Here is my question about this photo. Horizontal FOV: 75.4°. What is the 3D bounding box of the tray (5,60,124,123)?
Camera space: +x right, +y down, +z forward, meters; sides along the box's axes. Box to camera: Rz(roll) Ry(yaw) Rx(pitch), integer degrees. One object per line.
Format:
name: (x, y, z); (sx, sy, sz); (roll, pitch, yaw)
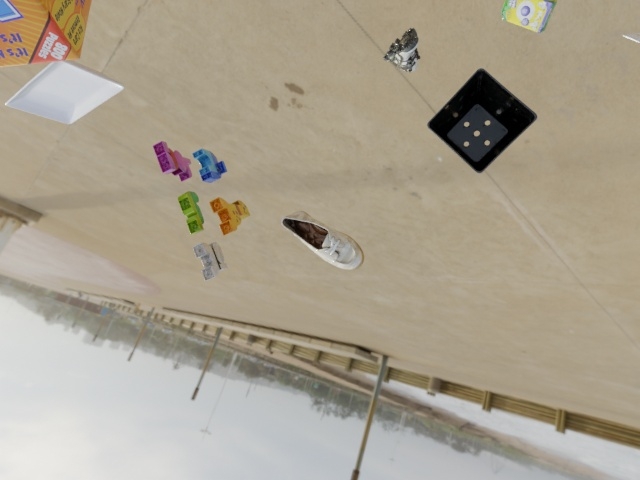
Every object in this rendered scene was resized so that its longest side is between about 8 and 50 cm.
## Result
tray: (-0.583, -0.340, 0.942); (0.270, 0.030, 0.145); (-11, 167, 34)

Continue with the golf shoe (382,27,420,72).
golf shoe: (0.241, -0.508, 1.121); (0.093, 0.077, 0.198); (35, -170, -13)

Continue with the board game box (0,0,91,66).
board game box: (-0.553, -0.480, 0.529); (0.355, 0.357, 0.356); (-6, 154, -2)

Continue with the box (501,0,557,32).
box: (0.742, -0.837, 1.497); (0.179, 0.043, 0.105); (41, 149, 28)

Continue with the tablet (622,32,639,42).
tablet: (0.854, -0.542, 1.104); (0.083, 0.054, 0.006); (-15, 138, -20)

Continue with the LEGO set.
LEGO set: (-0.171, -0.059, 0.673); (0.086, 0.228, 0.093); (-22, 176, 14)

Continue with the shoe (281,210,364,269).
shoe: (0.000, 0.000, 0.919); (0.219, 0.077, 0.058); (32, -164, 30)

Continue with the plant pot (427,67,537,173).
plant pot: (0.418, -0.297, 1.096); (0.187, 0.188, 0.167); (46, -166, 11)
